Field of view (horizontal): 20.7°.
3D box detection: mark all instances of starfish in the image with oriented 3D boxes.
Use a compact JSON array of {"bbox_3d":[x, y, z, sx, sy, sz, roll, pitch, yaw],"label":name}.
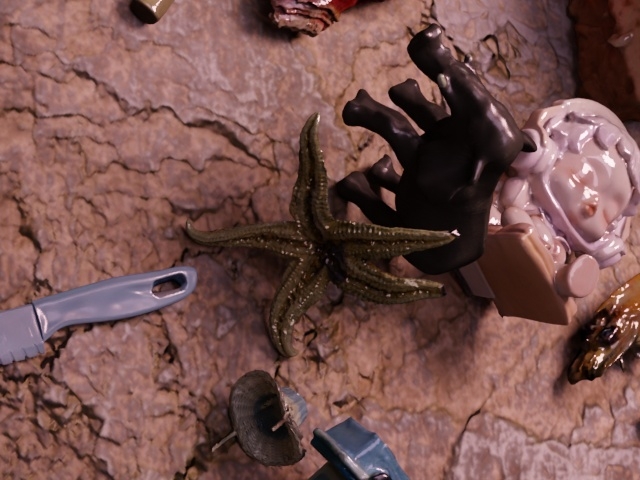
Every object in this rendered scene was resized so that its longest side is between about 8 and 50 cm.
[{"bbox_3d":[0.000,-0.001,1.412,0.223,0.216,0.050,6,32,7],"label":"starfish"}]

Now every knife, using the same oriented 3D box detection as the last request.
[{"bbox_3d":[-0.222,0.067,1.322,0.313,0.019,0.044,-14,88,-35],"label":"knife"}]

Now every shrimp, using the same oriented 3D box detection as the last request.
[{"bbox_3d":[0.334,0.106,1.683,0.253,0.058,0.173,-34,105,-39],"label":"shrimp"}]

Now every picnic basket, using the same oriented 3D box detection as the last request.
[{"bbox_3d":[-0.043,0.144,1.396,0.083,0.065,0.083,-24,95,-54],"label":"picnic basket"}]

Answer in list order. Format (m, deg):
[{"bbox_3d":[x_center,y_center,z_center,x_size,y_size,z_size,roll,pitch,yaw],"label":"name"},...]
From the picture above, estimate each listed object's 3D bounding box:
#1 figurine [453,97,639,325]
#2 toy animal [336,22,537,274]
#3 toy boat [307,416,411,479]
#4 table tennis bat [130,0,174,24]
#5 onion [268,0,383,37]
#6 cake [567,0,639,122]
[{"bbox_3d":[0.223,-0.036,1.585,0.237,0.141,0.162,-48,118,-36],"label":"figurine"},{"bbox_3d":[0.099,-0.072,1.453,0.114,0.245,0.146,-38,62,-20],"label":"toy animal"},{"bbox_3d":[0.062,0.255,1.416,0.098,0.109,0.238,-41,112,-7],"label":"toy boat"},{"bbox_3d":[-0.092,-0.268,1.508,0.131,0.022,0.234,45,55,-19],"label":"table tennis bat"},{"bbox_3d":[0.071,-0.333,1.548,0.267,0.159,0.348,31,58,-25],"label":"onion"},{"bbox_3d":[0.411,-0.262,1.699,0.282,0.290,0.255,-4,77,-33],"label":"cake"}]
